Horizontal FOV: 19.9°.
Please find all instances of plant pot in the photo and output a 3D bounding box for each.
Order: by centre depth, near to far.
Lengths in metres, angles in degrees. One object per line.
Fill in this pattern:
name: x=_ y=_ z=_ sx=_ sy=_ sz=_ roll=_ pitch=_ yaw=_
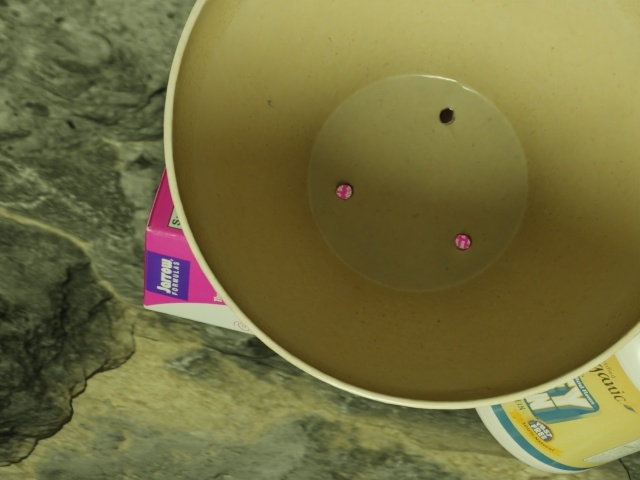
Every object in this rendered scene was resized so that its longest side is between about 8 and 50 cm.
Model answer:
plant pot: x=0.062 y=-0.046 z=1.015 sx=0.284 sy=0.284 sz=0.191 roll=13 pitch=173 yaw=1

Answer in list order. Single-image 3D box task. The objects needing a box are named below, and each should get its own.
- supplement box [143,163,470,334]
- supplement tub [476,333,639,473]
supplement box: x=0.000 y=0.000 z=1.220 sx=0.220 sy=0.114 sz=0.111 roll=14 pitch=149 yaw=3
supplement tub: x=0.207 y=0.065 z=1.208 sx=0.144 sy=0.144 sz=0.200 roll=29 pitch=145 yaw=-23
